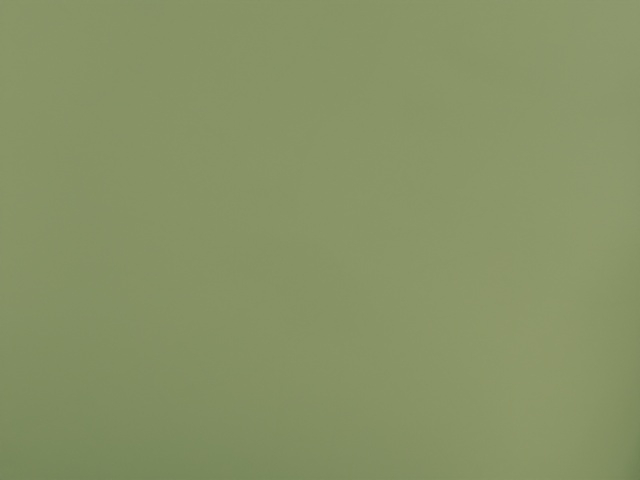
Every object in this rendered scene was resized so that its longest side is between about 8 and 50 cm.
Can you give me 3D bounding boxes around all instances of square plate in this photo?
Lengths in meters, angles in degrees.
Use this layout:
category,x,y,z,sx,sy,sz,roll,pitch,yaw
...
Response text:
category,x,y,z,sx,sy,sz,roll,pitch,yaw
square plate,0.000,0.000,0.444,0.347,0.049,0.344,13,117,-4

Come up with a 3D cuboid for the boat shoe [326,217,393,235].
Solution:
category,x,y,z,sx,sy,sz,roll,pitch,yaw
boat shoe,0.067,-0.047,0.514,0.190,0.068,0.072,-14,94,-16
